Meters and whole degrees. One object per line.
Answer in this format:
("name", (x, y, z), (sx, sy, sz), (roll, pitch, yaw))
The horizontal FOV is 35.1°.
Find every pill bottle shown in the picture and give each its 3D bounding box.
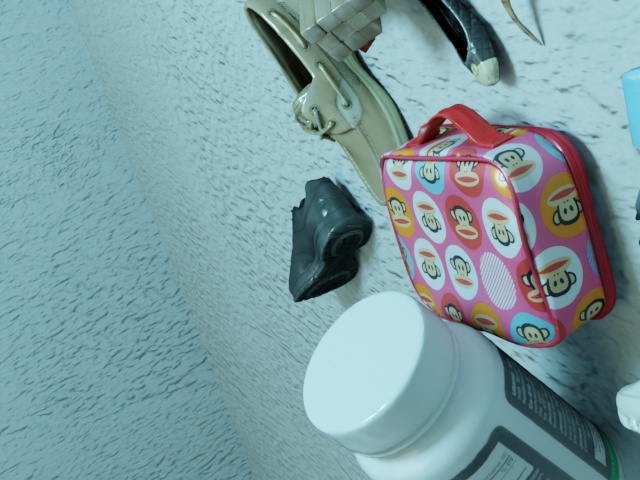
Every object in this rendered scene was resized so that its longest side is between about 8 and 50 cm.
("pill bottle", (0.165, 0.219, 1.144), (0.361, 0.204, 0.204), (39, 173, -30))

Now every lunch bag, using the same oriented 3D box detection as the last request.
("lunch bag", (0.179, -0.029, 1.123), (0.293, 0.120, 0.258), (17, 130, 64))

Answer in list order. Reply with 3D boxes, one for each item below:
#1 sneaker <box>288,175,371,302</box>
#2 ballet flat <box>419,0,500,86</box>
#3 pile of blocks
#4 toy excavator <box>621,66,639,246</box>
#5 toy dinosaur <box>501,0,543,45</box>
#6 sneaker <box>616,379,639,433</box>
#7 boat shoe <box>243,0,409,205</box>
("sneaker", (0.000, 0.000, 1.647), (0.130, 0.109, 0.286), (61, 152, 22))
("ballet flat", (0.134, -0.232, 1.077), (0.173, 0.049, 0.057), (58, 160, 13))
("pile of blocks", (0.009, -0.327, 1.205), (0.112, 0.149, 0.362), (34, -166, -40))
("toy excavator", (0.284, -0.186, 0.614), (0.433, 0.222, 0.445), (8, 109, 66))
("toy dinosaur", (0.165, -0.278, 0.926), (0.112, 0.064, 0.211), (49, 156, 29))
("sneaker", (0.358, 0.099, 0.893), (0.118, 0.110, 0.292), (66, 153, 12))
("boat shoe", (0.012, -0.184, 1.346), (0.341, 0.110, 0.121), (61, 160, 5))
